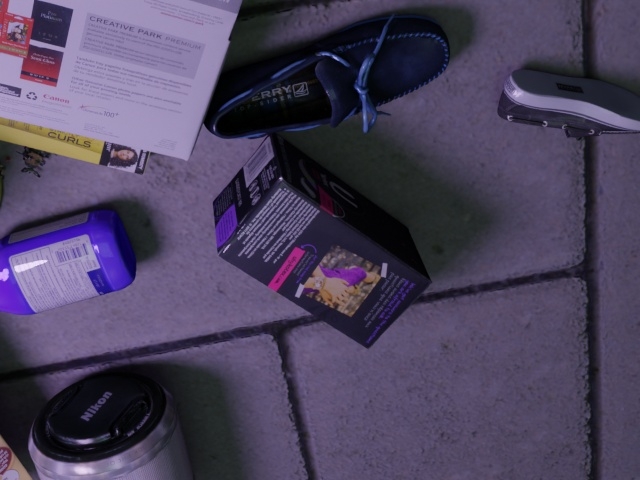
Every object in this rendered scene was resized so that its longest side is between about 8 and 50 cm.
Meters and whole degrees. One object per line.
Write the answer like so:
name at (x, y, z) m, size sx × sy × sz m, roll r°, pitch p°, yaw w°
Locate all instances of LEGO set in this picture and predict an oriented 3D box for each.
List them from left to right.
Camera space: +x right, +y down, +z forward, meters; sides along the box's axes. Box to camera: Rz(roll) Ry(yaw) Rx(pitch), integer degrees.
LEGO set at (-0.401, -0.111, 1.346) m, size 0.083 × 0.023 × 0.054 m, roll -2°, pitch 129°, yaw -17°

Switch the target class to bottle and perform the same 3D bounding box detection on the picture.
bottle at (-0.407, 0.045, 1.396) m, size 0.282 × 0.092 × 0.118 m, roll -16°, pitch 120°, yaw 2°

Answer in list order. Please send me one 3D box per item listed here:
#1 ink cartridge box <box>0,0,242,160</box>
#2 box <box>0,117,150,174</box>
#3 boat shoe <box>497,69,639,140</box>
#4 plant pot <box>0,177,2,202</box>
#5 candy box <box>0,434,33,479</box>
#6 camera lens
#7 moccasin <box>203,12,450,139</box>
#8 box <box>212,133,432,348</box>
ink cartridge box at (-0.267, -0.261, 1.172) m, size 0.309 × 0.130 × 0.272 m, roll 13°, pitch 136°, yaw -17°
box at (-0.335, -0.161, 1.308) m, size 0.232 × 0.058 × 0.087 m, roll 15°, pitch 117°, yaw -15°
boat shoe at (0.355, -0.177, 1.388) m, size 0.228 × 0.080 × 0.076 m, roll 7°, pitch 136°, yaw -15°
plant pot at (-0.561, -0.025, 1.242) m, size 0.276 × 0.254 × 0.276 m, roll -3°, pitch 119°, yaw -6°
candy box at (-0.551, 0.280, 1.457) m, size 0.087 × 0.183 × 0.316 m, roll -43°, pitch 125°, yaw -32°
camera lens at (-0.308, 0.357, 1.514) m, size 0.219 × 0.219 × 0.274 m, roll -10°, pitch 120°, yaw -2°
moccasin at (0.012, -0.191, 1.304) m, size 0.342 × 0.117 × 0.138 m, roll -20°, pitch 120°, yaw 4°
box at (0.000, 0.000, 1.383) m, size 0.270 × 0.165 × 0.143 m, roll 34°, pitch 109°, yaw -24°
